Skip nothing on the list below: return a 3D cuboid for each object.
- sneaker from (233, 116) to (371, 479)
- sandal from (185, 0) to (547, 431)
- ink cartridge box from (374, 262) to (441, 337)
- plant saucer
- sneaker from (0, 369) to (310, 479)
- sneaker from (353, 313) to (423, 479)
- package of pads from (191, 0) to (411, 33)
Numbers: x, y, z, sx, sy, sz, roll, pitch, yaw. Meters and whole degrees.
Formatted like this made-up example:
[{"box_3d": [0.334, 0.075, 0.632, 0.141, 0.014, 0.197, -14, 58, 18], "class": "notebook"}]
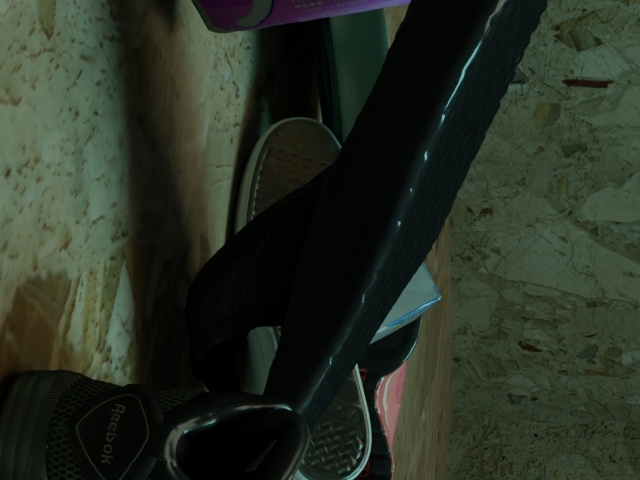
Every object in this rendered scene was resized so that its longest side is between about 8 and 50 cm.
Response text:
[{"box_3d": [-0.029, 0.049, 0.880, 0.123, 0.105, 0.290, 167, -78, -69], "class": "sneaker"}, {"box_3d": [0.002, -0.002, 0.657, 0.167, 0.107, 0.446, -37, 156, -57], "class": "sandal"}, {"box_3d": [0.042, 0.065, 1.020, 0.062, 0.104, 0.181, 62, -8, 8], "class": "ink cartridge box"}, {"box_3d": [0.024, -0.148, 0.969, 0.317, 0.043, 0.318, 173, -90, -88], "class": "plant saucer"}, {"box_3d": [-0.067, 0.134, 0.556, 0.227, 0.130, 0.087, 77, 21, -60], "class": "sneaker"}, {"box_3d": [0.041, 0.152, 1.224, 0.136, 0.115, 0.314, 15, 85, -89], "class": "sneaker"}, {"box_3d": [0.042, -0.220, 0.566, 0.229, 0.296, 0.101, 60, 23, -68], "class": "package of pads"}]
